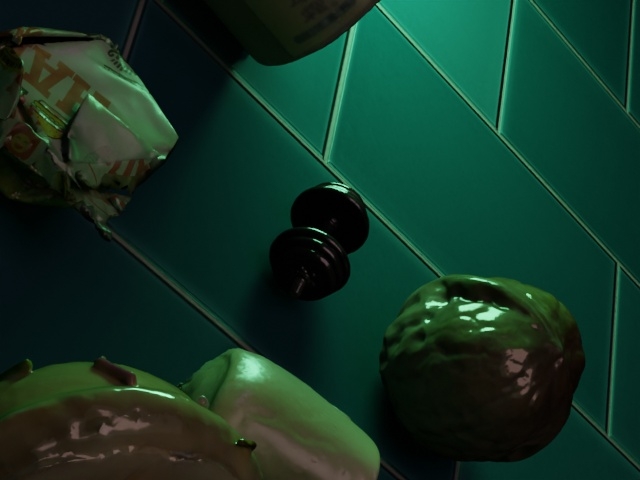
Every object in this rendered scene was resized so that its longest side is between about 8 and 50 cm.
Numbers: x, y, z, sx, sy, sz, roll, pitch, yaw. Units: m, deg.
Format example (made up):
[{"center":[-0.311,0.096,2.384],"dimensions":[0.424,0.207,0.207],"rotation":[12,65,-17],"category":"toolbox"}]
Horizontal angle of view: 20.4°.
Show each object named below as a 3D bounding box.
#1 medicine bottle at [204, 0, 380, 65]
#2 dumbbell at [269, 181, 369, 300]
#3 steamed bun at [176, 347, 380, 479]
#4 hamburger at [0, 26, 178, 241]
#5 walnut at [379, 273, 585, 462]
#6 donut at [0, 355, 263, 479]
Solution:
[{"center":[-0.107,-0.422,2.051],"dimensions":[0.406,0.235,0.236],"rotation":[48,38,-28],"category":"medicine bottle"},{"center":[0.000,0.000,2.084],"dimensions":[0.099,0.099,0.208],"rotation":[53,36,-21],"category":"dumbbell"},{"center":[-0.053,0.214,1.751],"dimensions":[0.225,0.200,0.170],"rotation":[33,56,-15],"category":"steamed bun"},{"center":[-0.256,-0.101,1.769],"dimensions":[0.214,0.125,0.235],"rotation":[-18,83,-50],"category":"hamburger"},{"center":[0.199,0.153,2.164],"dimensions":[0.248,0.248,0.248],"rotation":[31,48,-42],"category":"walnut"},{"center":[-0.210,0.240,1.514],"dimensions":[0.371,0.307,0.150],"rotation":[27,13,-43],"category":"donut"}]
